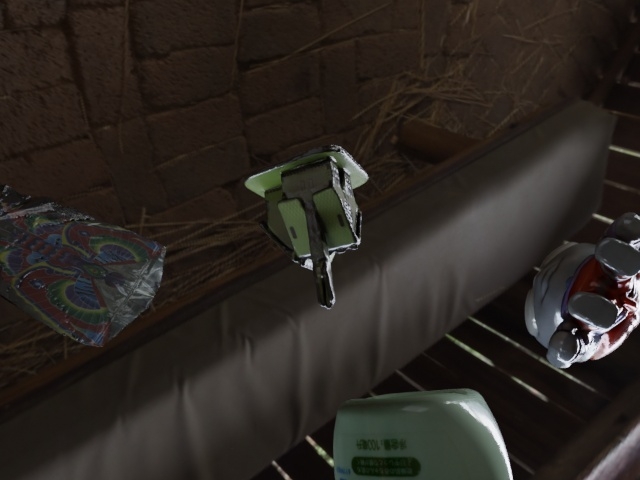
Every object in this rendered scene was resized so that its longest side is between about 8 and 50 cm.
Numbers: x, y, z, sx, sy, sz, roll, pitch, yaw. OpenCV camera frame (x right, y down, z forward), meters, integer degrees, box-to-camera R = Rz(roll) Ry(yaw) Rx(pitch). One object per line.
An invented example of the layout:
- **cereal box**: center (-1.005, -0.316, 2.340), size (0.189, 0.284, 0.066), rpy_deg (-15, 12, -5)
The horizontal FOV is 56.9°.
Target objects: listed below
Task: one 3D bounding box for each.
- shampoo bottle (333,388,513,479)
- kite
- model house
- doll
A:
- **shampoo bottle**: center (0.122, 0.354, 0.676), size (0.151, 0.222, 0.349), rpy_deg (10, 70, -52)
- **kite**: center (-0.255, -0.017, 0.431), size (0.286, 0.152, 0.015), rpy_deg (23, 115, -9)
- **model house**: center (0.000, 0.000, 1.100), size (0.218, 0.205, 0.278), rpy_deg (24, 52, -65)
- **doll**: center (0.184, 0.042, 0.409), size (0.102, 0.075, 0.227), rpy_deg (-62, 160, 2)
